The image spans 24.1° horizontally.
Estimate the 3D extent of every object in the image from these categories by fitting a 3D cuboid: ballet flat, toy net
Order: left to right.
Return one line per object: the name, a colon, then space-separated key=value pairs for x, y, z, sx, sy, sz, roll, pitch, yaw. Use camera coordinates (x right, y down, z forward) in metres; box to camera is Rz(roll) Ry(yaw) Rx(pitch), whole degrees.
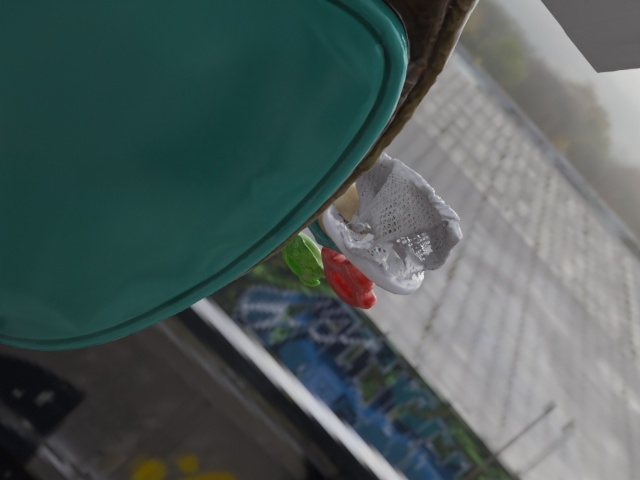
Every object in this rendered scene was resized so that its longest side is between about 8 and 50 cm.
ballet flat: x=-0.005 y=-0.103 z=0.342 sx=0.116 sy=0.342 sz=0.124 roll=25 pitch=46 yaw=-10
toy net: x=0.000 y=0.000 z=0.735 sx=0.122 sy=0.045 sz=0.232 roll=59 pitch=-18 yaw=-20

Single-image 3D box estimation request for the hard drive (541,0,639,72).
hard drive: x=0.071 y=-0.209 z=0.681 sx=0.307 sy=0.040 sz=0.203 roll=51 pitch=-1 yaw=-7
